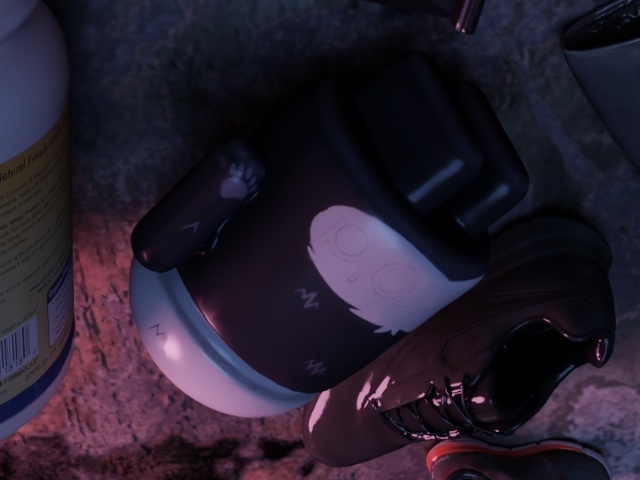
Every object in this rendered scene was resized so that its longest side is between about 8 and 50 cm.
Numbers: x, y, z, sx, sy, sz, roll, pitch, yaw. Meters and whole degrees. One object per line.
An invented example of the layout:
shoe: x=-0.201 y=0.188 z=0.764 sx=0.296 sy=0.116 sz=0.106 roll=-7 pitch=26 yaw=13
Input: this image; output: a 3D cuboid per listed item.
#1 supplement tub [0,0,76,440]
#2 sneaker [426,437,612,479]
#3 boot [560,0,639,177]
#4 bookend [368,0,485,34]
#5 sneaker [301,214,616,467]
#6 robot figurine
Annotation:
supplement tub: x=-0.267 y=-0.041 z=0.801 sx=0.228 sy=0.228 sz=0.316 roll=4 pitch=126 yaw=-4
sneaker: x=0.167 y=0.208 z=1.091 sx=0.158 sy=0.065 sz=0.061 roll=3 pitch=126 yaw=-3
boot: x=0.280 y=-0.086 z=0.882 sx=0.189 sy=0.076 sz=0.208 roll=-20 pitch=117 yaw=11
bookend: x=0.015 y=-0.197 z=0.733 sx=0.157 sy=0.156 sz=0.072 roll=11 pitch=126 yaw=-8
sneaker: x=0.095 y=0.098 z=0.971 sx=0.109 sy=0.130 sz=0.286 roll=37 pitch=119 yaw=-27
robot figurine: x=-0.002 y=-0.002 z=0.871 sx=0.278 sy=0.173 sz=0.209 roll=-39 pitch=108 yaw=24
